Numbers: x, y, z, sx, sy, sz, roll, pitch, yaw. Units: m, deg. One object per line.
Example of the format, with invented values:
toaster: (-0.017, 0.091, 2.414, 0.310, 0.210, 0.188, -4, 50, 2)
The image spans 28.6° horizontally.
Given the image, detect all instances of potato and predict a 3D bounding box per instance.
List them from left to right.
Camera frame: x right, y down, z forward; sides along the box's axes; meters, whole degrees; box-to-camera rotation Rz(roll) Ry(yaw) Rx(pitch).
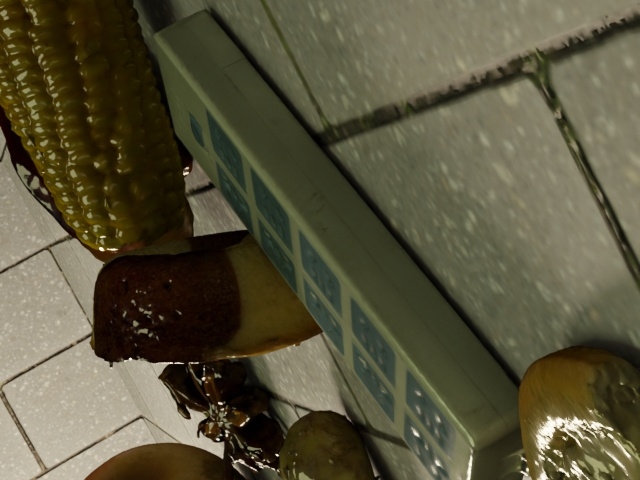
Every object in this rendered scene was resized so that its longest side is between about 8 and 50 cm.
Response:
potato: (0.016, 0.201, 0.994, 0.138, 0.070, 0.091, 60, 166, 1)

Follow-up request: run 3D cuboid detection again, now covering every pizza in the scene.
pizza: (0.162, 0.166, 0.526, 0.262, 0.034, 0.181, 54, 163, 23)

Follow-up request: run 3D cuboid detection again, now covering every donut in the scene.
donut: (-0.079, 0.036, 0.855, 0.184, 0.166, 0.073, -154, 53, -81)

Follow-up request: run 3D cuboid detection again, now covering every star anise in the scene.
star anise: (-0.107, 0.185, 1.343, 0.177, 0.073, 0.234, 54, 149, -5)

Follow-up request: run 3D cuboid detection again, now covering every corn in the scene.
corn: (-0.186, -0.163, 0.865, 0.120, 0.120, 0.363, 22, 135, 67)

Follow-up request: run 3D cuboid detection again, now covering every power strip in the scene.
power strip: (0.000, 0.000, 0.734, 0.367, 0.043, 0.106, 52, 162, 29)

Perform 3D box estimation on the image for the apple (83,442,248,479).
apple: (-0.206, 0.450, 1.651, 0.364, 0.364, 0.364, 54, 164, 24)

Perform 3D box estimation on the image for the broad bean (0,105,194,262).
broad bean: (-0.175, -0.075, 1.025, 0.156, 0.122, 0.228, -28, 98, 49)

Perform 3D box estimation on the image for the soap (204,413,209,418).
soap: (-0.132, 0.152, 1.437, 0.089, 0.045, 0.140, 42, 158, 57)
